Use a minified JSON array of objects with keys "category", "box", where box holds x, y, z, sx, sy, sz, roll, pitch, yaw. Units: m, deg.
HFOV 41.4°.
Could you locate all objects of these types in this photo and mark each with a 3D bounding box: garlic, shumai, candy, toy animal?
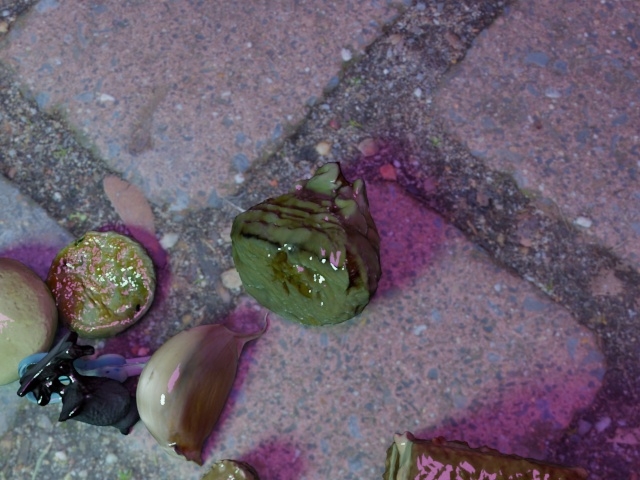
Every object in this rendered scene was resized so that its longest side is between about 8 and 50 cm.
[{"category":"garlic","box":[-0.185,0.193,1.290,0.129,0.148,0.266,28,77,22]},{"category":"shumai","box":[-0.001,0.001,1.341,0.256,0.189,0.218,18,55,23]},{"category":"candy","box":[-0.128,0.366,1.247,0.085,0.110,0.095,-44,65,-1]},{"category":"toy animal","box":[-0.324,0.235,1.241,0.121,0.210,0.117,-46,35,5]}]

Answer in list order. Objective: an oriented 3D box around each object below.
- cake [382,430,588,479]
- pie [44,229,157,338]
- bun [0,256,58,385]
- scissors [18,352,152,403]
[{"category":"cake","box":[0.199,0.412,1.133,0.256,0.290,0.281,8,76,6]},{"category":"pie","box":[-0.357,0.071,1.379,0.187,0.041,0.186,-1,73,2]},{"category":"bun","box":[-0.522,0.119,1.310,0.223,0.127,0.222,-4,69,12]},{"category":"scissors","box":[-0.331,0.201,1.316,0.256,0.125,0.030,-7,51,-13]}]
